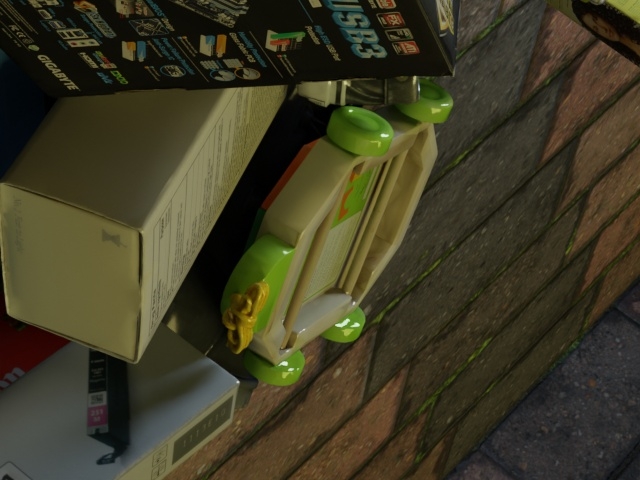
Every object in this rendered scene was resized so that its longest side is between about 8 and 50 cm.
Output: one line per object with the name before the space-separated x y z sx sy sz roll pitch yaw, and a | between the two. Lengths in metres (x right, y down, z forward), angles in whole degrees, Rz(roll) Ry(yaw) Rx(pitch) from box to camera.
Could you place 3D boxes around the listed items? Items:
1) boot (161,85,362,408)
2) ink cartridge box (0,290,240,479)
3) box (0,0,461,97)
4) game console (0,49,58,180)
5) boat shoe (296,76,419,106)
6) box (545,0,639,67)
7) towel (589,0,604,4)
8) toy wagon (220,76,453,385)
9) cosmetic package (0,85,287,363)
boot | -0.046 -0.065 1.545 0.445 0.146 0.367 -63 172 -1
ink cartridge box | -0.242 0.133 1.267 0.275 0.239 0.060 -37 151 -38
box | -0.091 -0.183 0.953 0.295 0.293 0.073 50 41 -61
game console | -0.235 -0.020 1.144 0.173 0.250 0.293 -16 147 -16
boat shoe | 0.054 -0.270 1.293 0.121 0.119 0.335 -84 180 -70
box | 0.285 -0.281 1.740 0.058 0.232 0.087 -45 158 -14
towel | 0.265 -0.370 1.554 0.284 0.235 0.121 -38 150 -35
toy wagon | 0.000 0.000 1.413 0.344 0.068 0.267 -30 146 -55
cosmetic package | -0.121 -0.081 1.217 0.160 0.113 0.309 101 13 -49
